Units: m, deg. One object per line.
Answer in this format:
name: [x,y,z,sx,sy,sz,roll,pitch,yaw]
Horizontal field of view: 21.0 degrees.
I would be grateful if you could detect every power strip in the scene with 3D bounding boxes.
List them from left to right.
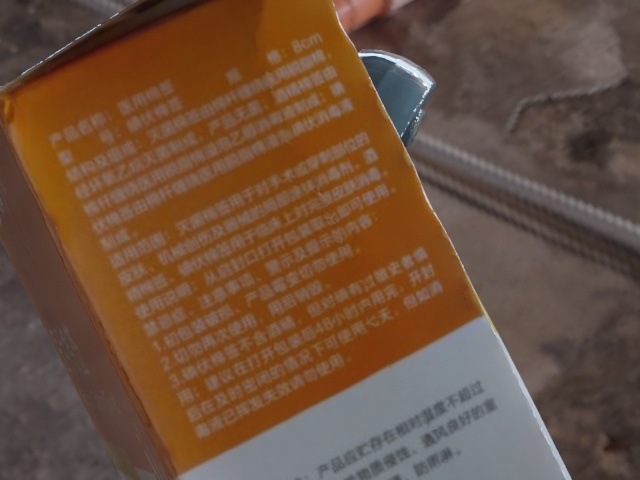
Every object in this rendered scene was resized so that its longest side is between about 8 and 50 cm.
power strip: [0.000,0.000,1.006,0.054,0.167,0.253,24,-50,5]

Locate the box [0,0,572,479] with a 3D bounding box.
box: [-0.016,0.068,0.743,0.341,0.143,0.225,65,-14,-2]
